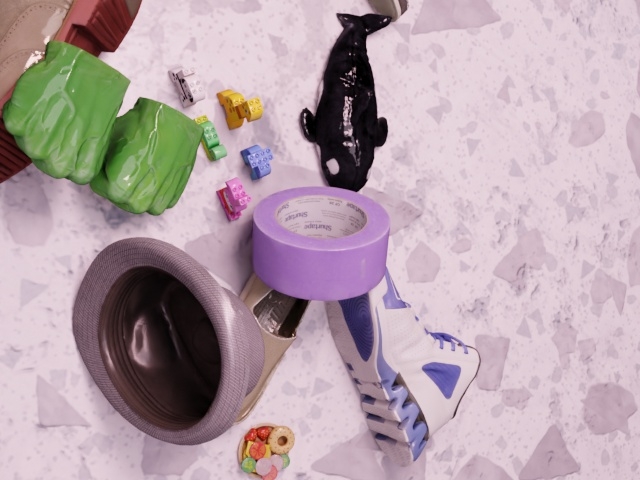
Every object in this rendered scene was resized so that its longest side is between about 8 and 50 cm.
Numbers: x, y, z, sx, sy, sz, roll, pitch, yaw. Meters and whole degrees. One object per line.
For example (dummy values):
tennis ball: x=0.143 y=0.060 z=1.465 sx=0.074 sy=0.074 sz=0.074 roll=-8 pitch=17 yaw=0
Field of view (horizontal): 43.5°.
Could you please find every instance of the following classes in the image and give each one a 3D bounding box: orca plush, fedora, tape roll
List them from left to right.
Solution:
fedora: x=-0.175 y=0.123 z=1.025 sx=0.124 sy=0.275 sz=0.243 roll=-5 pitch=125 yaw=-58
tape roll: x=0.000 y=0.000 z=1.111 sx=0.189 sy=0.189 sz=0.080 roll=-14 pitch=123 yaw=-28
orca plush: x=0.068 y=-0.214 z=1.210 sx=0.151 sy=0.102 sz=0.287 roll=23 pitch=77 yaw=-25

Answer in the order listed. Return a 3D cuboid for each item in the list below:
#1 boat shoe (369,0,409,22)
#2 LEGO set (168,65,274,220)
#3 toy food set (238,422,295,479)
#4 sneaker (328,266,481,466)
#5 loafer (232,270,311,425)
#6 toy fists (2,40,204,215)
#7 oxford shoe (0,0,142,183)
boat shoe: x=0.085 y=-0.453 z=1.240 sx=0.069 sy=0.081 sz=0.227 roll=-31 pitch=100 yaw=-21
LEGO set: x=-0.118 y=-0.151 z=1.115 sx=0.087 sy=0.093 sz=0.227 roll=-27 pitch=100 yaw=-26
toy food set: x=-0.079 y=0.306 z=1.160 sx=0.083 sy=0.020 sz=0.082 roll=17 pitch=80 yaw=-27
sneaker: x=0.138 y=0.166 z=1.233 sx=0.182 sy=0.127 sz=0.315 roll=-26 pitch=107 yaw=-30
loafer: x=-0.092 y=0.138 z=1.118 sx=0.102 sy=0.092 sz=0.268 roll=30 pitch=75 yaw=-24
toy fists: x=-0.263 y=-0.123 z=0.986 sx=0.279 sy=0.096 sz=0.142 roll=31 pitch=76 yaw=-56
oxford shoe: x=-0.363 y=-0.220 z=0.999 sx=0.130 sy=0.123 sz=0.348 roll=31 pitch=78 yaw=12
